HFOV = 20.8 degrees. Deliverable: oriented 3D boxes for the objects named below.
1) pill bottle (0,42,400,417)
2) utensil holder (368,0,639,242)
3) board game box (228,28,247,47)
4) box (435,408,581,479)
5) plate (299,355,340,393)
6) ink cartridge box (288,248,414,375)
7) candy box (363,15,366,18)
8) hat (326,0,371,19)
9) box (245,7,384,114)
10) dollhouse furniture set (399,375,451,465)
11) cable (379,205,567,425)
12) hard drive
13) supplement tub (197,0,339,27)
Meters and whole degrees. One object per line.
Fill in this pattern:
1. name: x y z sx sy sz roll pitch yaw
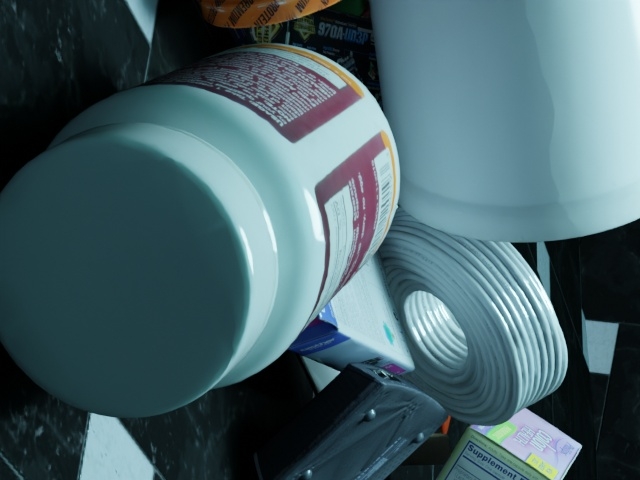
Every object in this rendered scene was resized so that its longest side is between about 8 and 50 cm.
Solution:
1. pill bottle: -0.086 -0.016 1.296 0.392 0.224 0.224 -41 121 -71
2. utensil holder: 0.204 -0.245 1.732 0.327 0.328 0.385 -72 155 -57
3. board game box: -0.057 -0.285 1.823 0.194 0.060 0.194 63 25 -48
4. box: 0.176 0.322 1.993 0.243 0.117 0.213 -59 169 13
5. plate: 0.000 0.000 1.903 0.277 0.045 0.278 67 22 -44
6. ink cartridge box: 0.001 0.026 1.660 0.311 0.065 0.186 37 35 -70
7. candy box: 0.118 -0.395 1.980 0.087 0.316 0.183 -6 59 -35
8. hat: 0.071 -0.288 1.942 0.208 0.183 0.173 127 -33 -57
9. box: -0.002 -0.146 1.771 0.220 0.051 0.175 0 95 -60
10. dollhouse furniture set: 0.139 0.110 2.111 0.262 0.135 0.259 -69 153 -61
11. cable: 0.143 0.077 1.851 0.089 0.257 0.257 -33 121 -28
12. hard drive: 0.030 0.196 1.714 0.054 0.172 0.255 48 4 21
13. supplement tub: -0.074 -0.374 1.545 0.207 0.207 0.338 -69 147 -59
